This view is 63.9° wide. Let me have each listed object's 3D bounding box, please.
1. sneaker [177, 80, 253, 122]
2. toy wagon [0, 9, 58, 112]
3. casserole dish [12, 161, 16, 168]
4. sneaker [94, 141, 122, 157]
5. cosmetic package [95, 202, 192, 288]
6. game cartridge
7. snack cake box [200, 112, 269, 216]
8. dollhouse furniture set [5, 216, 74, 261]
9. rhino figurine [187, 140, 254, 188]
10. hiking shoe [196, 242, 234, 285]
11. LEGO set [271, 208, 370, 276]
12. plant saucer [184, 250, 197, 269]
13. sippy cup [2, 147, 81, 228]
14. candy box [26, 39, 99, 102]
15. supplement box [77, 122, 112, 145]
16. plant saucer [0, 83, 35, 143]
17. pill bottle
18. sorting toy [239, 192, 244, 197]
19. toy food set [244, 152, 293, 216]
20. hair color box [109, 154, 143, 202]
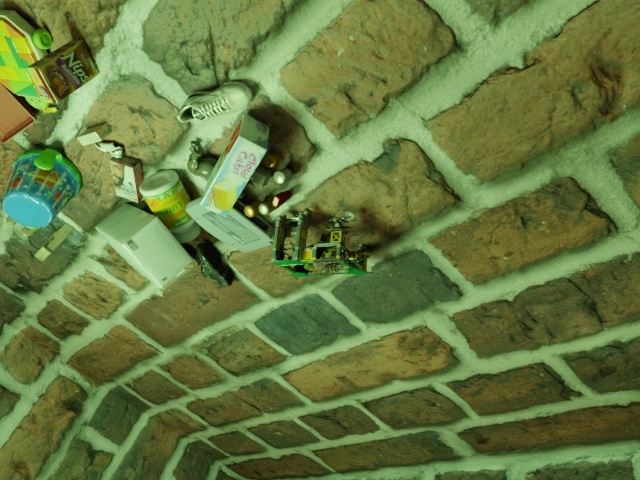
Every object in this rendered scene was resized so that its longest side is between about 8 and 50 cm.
[{"bbox_3d":[-0.299,-0.384,1.463,0.235,0.094,0.090,-7,127,28],"label":"sneaker"},{"bbox_3d":[-0.935,-0.544,1.613,0.268,0.068,0.344,11,136,15],"label":"toy wagon"},{"bbox_3d":[-1.105,-0.275,1.984,0.189,0.037,0.114,-10,127,31],"label":"casserole dish"},{"bbox_3d":[-0.726,-0.324,1.768,0.109,0.040,0.043,24,110,7],"label":"sneaker"},{"bbox_3d":[-0.645,0.009,1.854,0.385,0.156,0.217,17,146,50],"label":"cosmetic package"},{"bbox_3d":[-0.309,-0.061,1.776,0.196,0.060,0.294,-19,136,33],"label":"game cartridge"},{"bbox_3d":[-0.251,-0.219,1.506,0.089,0.152,0.264,26,123,-18],"label":"snack cake box"},{"bbox_3d":[-1.200,-0.058,2.151,0.242,0.161,0.212,44,135,-20],"label":"dollhouse furniture set"},{"bbox_3d":[-0.320,-0.222,1.650,0.243,0.073,0.106,25,134,-3],"label":"rhino figurine"},{"bbox_3d":[-0.440,0.103,2.020,0.114,0.086,0.226,-9,129,27],"label":"hiking shoe"},{"bbox_3d":[0.000,0.000,1.691,0.332,0.192,0.255,-7,158,34],"label":"LEGO set"},{"bbox_3d":[-0.574,0.069,2.060,0.169,0.029,0.168,8,152,4],"label":"plant saucer"},{"bbox_3d":[-1.026,-0.174,1.867,0.240,0.224,0.305,-4,135,4],"label":"sippy cup"},{"bbox_3d":[-0.741,-0.492,1.487,0.053,0.186,0.109,8,136,21],"label":"candy box"},{"bbox_3d":[-0.761,-0.356,1.725,0.099,0.062,0.036,-6,129,30],"label":"supplement box"},{"bbox_3d":[-1.133,-0.486,1.778,0.259,0.047,0.258,-14,126,35],"label":"plant saucer"},{"bbox_3d":[-0.516,-0.113,1.801,0.137,0.136,0.245,1,133,24],"label":"pill bottle"},{"bbox_3d":[-0.302,-0.165,1.724,0.083,0.045,0.075,-25,110,43],"label":"sorting toy"},{"bbox_3d":[-0.148,-0.170,1.630,0.111,0.104,0.232,31,121,13],"label":"toy food set"},{"bbox_3d":[-0.688,-0.222,1.834,0.093,0.053,0.167,19,136,7],"label":"hair color box"}]
